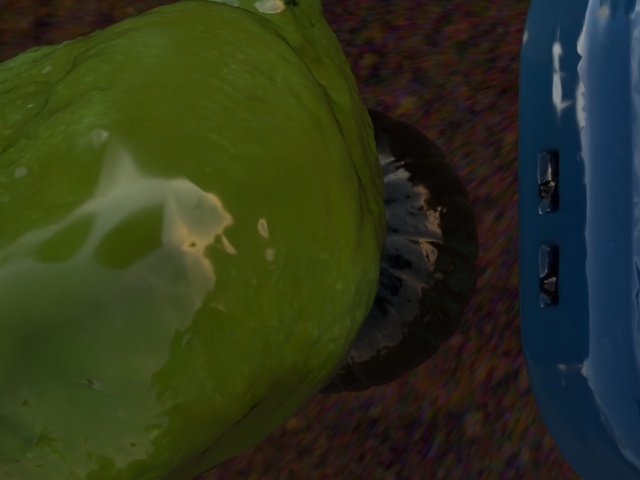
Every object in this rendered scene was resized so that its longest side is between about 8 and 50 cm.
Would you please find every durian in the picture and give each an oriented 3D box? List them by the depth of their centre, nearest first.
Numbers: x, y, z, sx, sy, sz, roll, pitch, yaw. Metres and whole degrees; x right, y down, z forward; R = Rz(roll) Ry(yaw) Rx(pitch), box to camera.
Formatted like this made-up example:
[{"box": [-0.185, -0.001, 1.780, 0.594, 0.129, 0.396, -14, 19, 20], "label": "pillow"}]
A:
[{"box": [-0.094, 0.013, 0.943, 0.256, 0.339, 0.204, -13, 120, 5], "label": "durian"}]

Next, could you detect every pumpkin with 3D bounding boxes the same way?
[{"box": [0.000, 0.000, 1.628, 0.248, 0.248, 0.248, 1, 97, 11], "label": "pumpkin"}]

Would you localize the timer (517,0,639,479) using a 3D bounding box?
[{"box": [0.246, -0.016, 0.979, 0.115, 0.340, 0.309, -6, 82, 54], "label": "timer"}]
